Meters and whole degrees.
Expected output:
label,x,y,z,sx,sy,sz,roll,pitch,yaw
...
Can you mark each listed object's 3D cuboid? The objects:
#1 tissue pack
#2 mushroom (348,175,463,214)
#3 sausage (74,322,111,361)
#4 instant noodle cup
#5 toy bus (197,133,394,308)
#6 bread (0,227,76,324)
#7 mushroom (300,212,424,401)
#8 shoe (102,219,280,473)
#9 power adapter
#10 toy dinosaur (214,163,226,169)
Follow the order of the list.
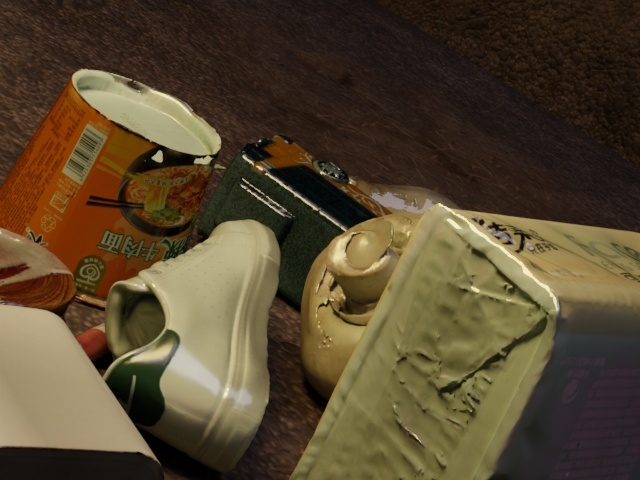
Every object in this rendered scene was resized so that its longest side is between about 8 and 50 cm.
label,x,y,z,sx,sy,sz,roll,pitch,yaw
tissue pack,0.209,0.157,1.419,0.405,0.332,0.205,5,27,-49
mushroom,0.105,-0.041,2.125,0.225,0.093,0.116,27,40,-18
sausage,-0.194,0.088,1.489,0.029,0.029,0.223,33,20,13
instant noodle cup,-0.220,-0.061,1.601,0.230,0.182,0.230,24,19,-9
toy bus,0.000,0.000,1.818,0.275,0.138,0.167,37,23,16
bread,-0.304,0.047,1.380,0.160,0.073,0.160,22,20,-8
mushroom,0.078,0.065,1.586,0.202,0.246,0.246,53,1,-38
shoe,-0.134,0.072,1.466,0.160,0.132,0.363,26,27,-14
power adapter,-0.259,0.129,1.161,0.187,0.124,0.255,12,26,-41
toy dinosaur,-0.186,-0.099,1.868,0.187,0.044,0.106,-6,13,20
